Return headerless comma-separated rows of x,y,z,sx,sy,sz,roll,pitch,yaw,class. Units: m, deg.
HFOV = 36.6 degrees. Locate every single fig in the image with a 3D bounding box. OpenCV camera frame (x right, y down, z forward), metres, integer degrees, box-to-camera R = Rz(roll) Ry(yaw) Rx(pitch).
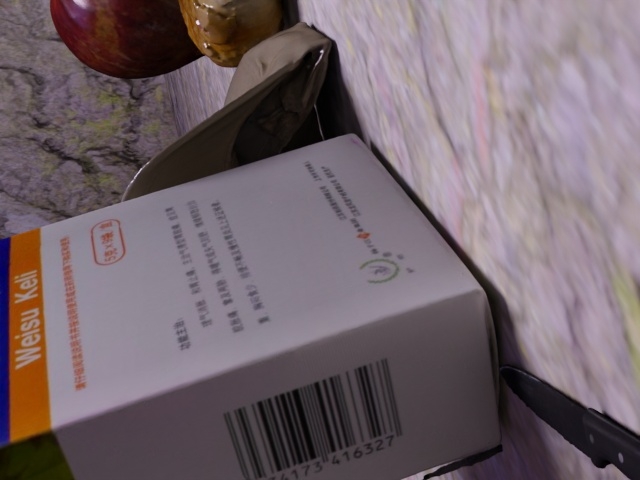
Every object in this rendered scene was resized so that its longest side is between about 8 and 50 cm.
-0.173,-0.250,0.984,0.205,0.205,0.205,164,90,-81,fig

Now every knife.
0.102,0.073,0.386,0.170,0.010,0.023,-144,45,-78,knife

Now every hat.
-0.065,-0.056,0.678,0.144,0.173,0.166,-126,25,-54,hat

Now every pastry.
-0.075,-0.209,0.754,0.153,0.081,0.153,163,90,-71,pastry

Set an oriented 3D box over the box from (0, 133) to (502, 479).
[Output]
-0.079,0.060,0.529,0.200,0.300,0.106,-120,16,-58,box
